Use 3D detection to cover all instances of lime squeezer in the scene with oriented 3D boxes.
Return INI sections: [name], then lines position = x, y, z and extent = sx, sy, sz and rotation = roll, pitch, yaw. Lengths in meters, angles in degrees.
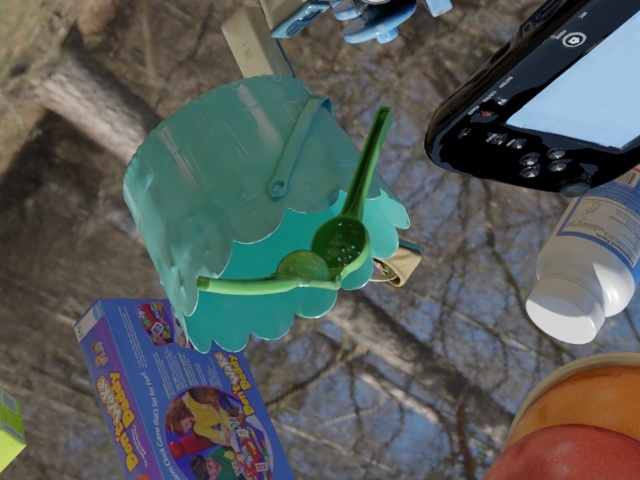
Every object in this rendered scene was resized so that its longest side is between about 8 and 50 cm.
[lime squeezer]
position = 0.000, 0.000, 0.970
extent = 0.310, 0.059, 0.110
rotation = -45, 150, -45

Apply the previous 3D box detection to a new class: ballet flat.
[ballet flat]
position = 0.058, 0.014, 1.507
extent = 0.080, 0.232, 0.073
rotation = 29, -85, 43

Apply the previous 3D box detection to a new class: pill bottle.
[pill bottle]
position = 0.342, 0.016, 1.372
extent = 0.124, 0.124, 0.221
rotation = -12, -144, 56

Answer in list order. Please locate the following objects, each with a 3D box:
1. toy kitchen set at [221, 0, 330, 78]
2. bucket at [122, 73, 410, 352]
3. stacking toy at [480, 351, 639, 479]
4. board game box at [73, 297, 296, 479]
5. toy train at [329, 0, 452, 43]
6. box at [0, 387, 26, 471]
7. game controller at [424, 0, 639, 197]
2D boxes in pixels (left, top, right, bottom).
[toy kitchen set]
position = 0.005, -0.295, 1.507
extent = 0.207, 0.166, 0.122
rotation = -32, -101, 40
[bucket]
position = -0.063, -0.030, 1.176
extent = 0.281, 0.281, 0.183
rotation = -44, -115, 30
[stacking toy]
position = 0.220, 0.324, 1.045
extent = 0.351, 0.480, 0.350
rotation = 12, -71, 40
[board game box]
position = -0.194, 0.248, 1.612
extent = 0.078, 0.233, 0.347
rotation = -44, -122, 34
[toy train]
position = 0.043, -0.169, 0.606
extent = 0.105, 0.080, 0.184
rotation = -27, -159, 7
[box]
position = -0.402, 0.254, 1.222
extent = 0.178, 0.042, 0.109
rotation = -45, -153, 1
[game controller]
position = 0.201, -0.117, 0.668
extent = 0.319, 0.166, 0.067
rotation = -42, -124, 50
